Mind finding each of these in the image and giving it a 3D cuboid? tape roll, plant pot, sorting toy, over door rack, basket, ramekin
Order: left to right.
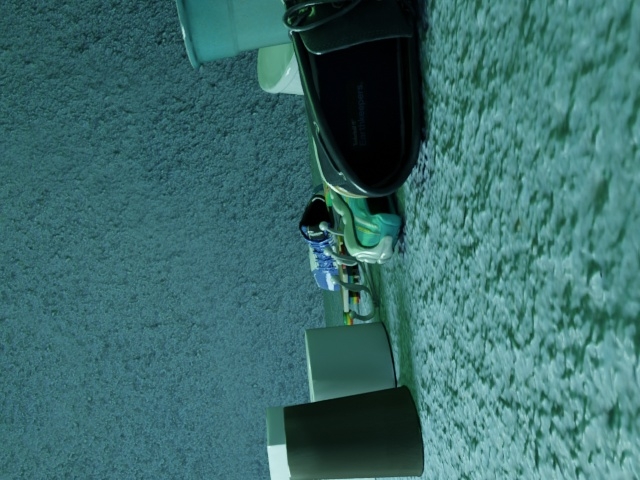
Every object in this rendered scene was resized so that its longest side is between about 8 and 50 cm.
[{"bbox_3d":[-0.086,-0.499,1.182,0.341,0.333,0.342,175,90,-86],"label":"plant pot"},{"bbox_3d":[-0.046,-0.481,1.587,0.273,0.127,0.273,-31,54,57],"label":"ramekin"},{"bbox_3d":[0.059,-0.018,1.440,0.240,0.108,0.325,-102,8,-56],"label":"over door rack"},{"bbox_3d":[0.078,0.097,1.792,0.132,0.046,0.275,-100,6,-55],"label":"sorting toy"},{"bbox_3d":[0.061,0.303,1.393,0.246,0.169,0.246,174,90,-86],"label":"tape roll"},{"bbox_3d":[0.051,0.350,1.159,0.204,0.226,0.154,-176,81,-86],"label":"basket"}]

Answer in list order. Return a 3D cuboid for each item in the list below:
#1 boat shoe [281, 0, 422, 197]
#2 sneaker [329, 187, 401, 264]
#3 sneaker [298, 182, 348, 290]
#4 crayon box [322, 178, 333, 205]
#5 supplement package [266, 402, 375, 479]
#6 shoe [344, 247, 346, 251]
[{"bbox_3d":[0.039,-0.285,0.825,0.156,0.186,0.501,-120,20,-70],"label":"boat shoe"},{"bbox_3d":[0.090,-0.076,1.146,0.275,0.106,0.110,-107,30,-49],"label":"sneaker"},{"bbox_3d":[0.000,-0.001,1.871,0.182,0.127,0.316,-38,-55,-70],"label":"sneaker"},{"bbox_3d":[0.037,-0.243,1.629,0.165,0.081,0.279,88,175,-51],"label":"crayon box"},{"bbox_3d":[-0.003,0.582,1.857,0.175,0.292,0.178,-104,10,-66],"label":"supplement package"},{"bbox_3d":[0.054,0.038,2.109,0.077,0.058,0.219,54,-179,-1],"label":"shoe"}]
